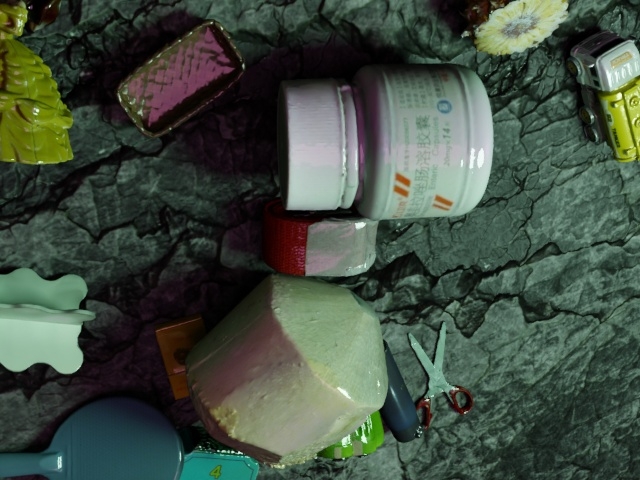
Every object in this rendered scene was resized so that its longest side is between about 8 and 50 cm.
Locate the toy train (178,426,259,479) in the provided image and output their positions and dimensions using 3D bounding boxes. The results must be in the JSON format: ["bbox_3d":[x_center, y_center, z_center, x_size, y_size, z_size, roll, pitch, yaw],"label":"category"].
[{"bbox_3d":[-0.217,0.441,1.393,0.197,0.107,0.155,15,101,-24],"label":"toy train"}]

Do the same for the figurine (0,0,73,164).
[{"bbox_3d":[-0.403,-0.276,0.969,0.167,0.187,0.316,4,105,-22],"label":"figurine"}]

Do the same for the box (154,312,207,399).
[{"bbox_3d":[-0.239,0.210,1.322,0.086,0.023,0.155,-14,117,-9],"label":"box"}]

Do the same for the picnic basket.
[{"bbox_3d":[-0.211,-0.244,1.101,0.193,0.055,0.110,-34,119,-1],"label":"picnic basket"}]

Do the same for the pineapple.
[{"bbox_3d":[0.298,-0.398,1.175,0.175,0.137,0.161,-6,159,-21],"label":"pineapple"}]

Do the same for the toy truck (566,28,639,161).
[{"bbox_3d":[0.530,-0.255,1.311,0.098,0.114,0.227,-30,119,-3],"label":"toy truck"}]

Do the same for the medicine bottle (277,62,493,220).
[{"bbox_3d":[0.089,-0.151,1.139,0.301,0.241,0.241,-3,115,-7],"label":"medicine bottle"}]

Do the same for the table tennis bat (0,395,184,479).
[{"bbox_3d":[-0.401,0.384,1.283,0.328,0.044,0.215,-4,80,3],"label":"table tennis bat"}]

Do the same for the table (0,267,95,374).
[{"bbox_3d":[-0.463,0.121,1.137,0.198,0.166,0.167,10,111,-31],"label":"table"}]

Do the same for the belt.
[{"bbox_3d":[0.000,0.000,1.243,0.200,0.128,0.124,-1,115,-12],"label":"belt"}]

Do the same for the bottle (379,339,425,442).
[{"bbox_3d":[0.136,0.304,1.463,0.072,0.082,0.245,-53,128,-40],"label":"bottle"}]

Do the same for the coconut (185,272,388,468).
[{"bbox_3d":[-0.035,0.205,1.223,0.309,0.297,0.297,-39,120,15],"label":"coconut"}]

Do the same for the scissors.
[{"bbox_3d":[0.238,0.280,1.519,0.144,0.017,0.248,-19,117,-10],"label":"scissors"}]

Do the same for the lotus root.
[{"bbox_3d":[0.030,0.303,1.389,0.186,0.186,0.186,-7,116,-15],"label":"lotus root"}]
